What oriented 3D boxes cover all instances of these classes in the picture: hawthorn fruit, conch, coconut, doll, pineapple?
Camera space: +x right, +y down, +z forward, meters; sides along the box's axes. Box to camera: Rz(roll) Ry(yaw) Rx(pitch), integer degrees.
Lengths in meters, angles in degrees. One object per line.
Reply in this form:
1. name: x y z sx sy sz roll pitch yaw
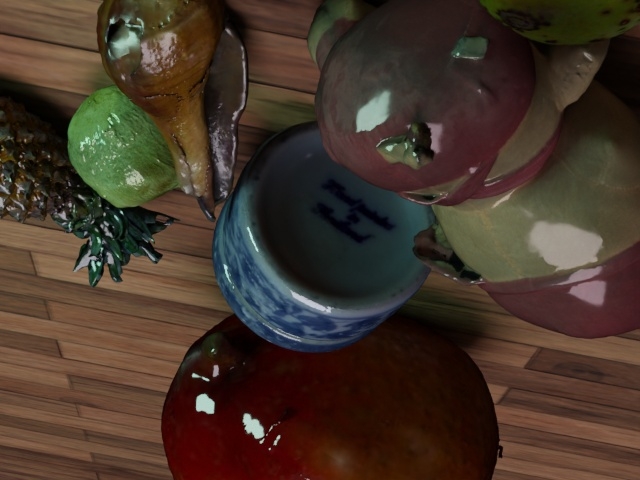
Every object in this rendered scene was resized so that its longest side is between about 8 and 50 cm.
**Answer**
1. hawthorn fruit: 0.003 0.187 1.120 0.311 0.295 0.295 17 154 -12
2. conch: -0.090 -0.110 0.737 0.080 0.086 0.233 28 158 17
3. coconut: -0.129 -0.065 0.851 0.087 0.088 0.096 -15 140 42
4. doll: 0.112 -0.050 0.712 0.256 0.152 0.196 44 174 -27
5. pineapple: -0.214 -0.042 0.925 0.103 0.083 0.221 -25 140 27

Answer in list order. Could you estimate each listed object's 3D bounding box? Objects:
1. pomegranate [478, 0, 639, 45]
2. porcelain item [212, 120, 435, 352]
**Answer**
1. pomegranate: 0.119 -0.155 0.517 0.163 0.126 0.138 -8 136 33
2. porcelain item: 0.000 0.000 0.861 0.147 0.147 0.114 16 157 -12
